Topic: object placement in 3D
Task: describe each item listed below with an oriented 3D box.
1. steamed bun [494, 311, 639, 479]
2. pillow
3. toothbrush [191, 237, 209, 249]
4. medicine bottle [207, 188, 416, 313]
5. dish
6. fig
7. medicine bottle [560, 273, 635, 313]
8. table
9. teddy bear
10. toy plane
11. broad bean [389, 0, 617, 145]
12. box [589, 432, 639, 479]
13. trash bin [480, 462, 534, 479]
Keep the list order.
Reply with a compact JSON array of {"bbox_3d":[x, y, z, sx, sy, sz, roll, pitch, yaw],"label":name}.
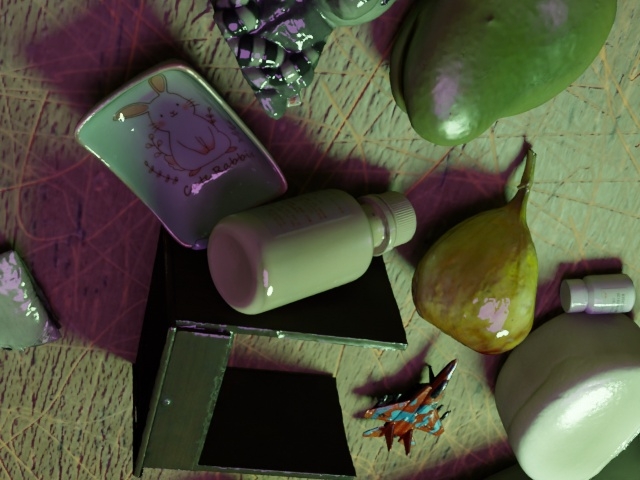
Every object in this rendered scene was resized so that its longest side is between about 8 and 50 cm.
[{"bbox_3d":[0.338,0.212,1.527,0.164,0.146,0.242,16,123,-26],"label":"steamed bun"},{"bbox_3d":[-0.447,0.091,1.362,0.229,0.050,0.148,-15,122,2],"label":"pillow"},{"bbox_3d":[-0.086,-0.003,1.318,0.167,0.011,0.014,-9,163,-47],"label":"toothbrush"},{"bbox_3d":[0.000,0.000,1.280,0.252,0.114,0.114,-17,136,-36],"label":"medicine bottle"},{"bbox_3d":[-0.151,-0.107,1.237,0.151,0.077,0.212,-30,128,15],"label":"dish"},{"bbox_3d":[0.211,0.009,1.370,0.159,0.159,0.257,15,104,-21],"label":"fig"},{"bbox_3d":[0.366,0.071,1.481,0.089,0.052,0.052,-3,128,-8],"label":"medicine bottle"},{"bbox_3d":[-0.073,0.144,1.373,0.282,0.196,0.251,7,125,-15],"label":"table"},{"bbox_3d":[-0.006,-0.260,1.105,0.251,0.144,0.171,-38,110,16],"label":"teddy bear"},{"bbox_3d":[0.138,0.221,1.557,0.130,0.061,0.189,19,118,-22],"label":"toy plane"},{"bbox_3d":[0.191,-0.217,1.202,0.263,0.121,0.189,-31,123,-4],"label":"broad bean"},{"bbox_3d":[0.511,0.368,1.630,0.225,0.225,0.117,-27,127,13],"label":"box"},{"bbox_3d":[0.278,0.460,1.682,0.250,0.220,0.219,-31,128,5],"label":"trash bin"}]
